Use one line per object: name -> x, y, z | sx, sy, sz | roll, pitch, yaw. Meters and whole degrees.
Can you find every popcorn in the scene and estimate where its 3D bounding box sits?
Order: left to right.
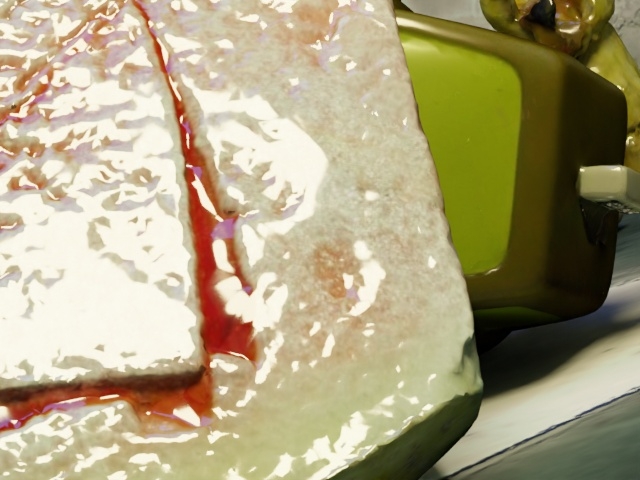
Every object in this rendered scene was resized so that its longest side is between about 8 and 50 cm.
popcorn -> 0.174, -0.120, 1.447 | 0.168, 0.195, 0.173 | -8, 15, 38

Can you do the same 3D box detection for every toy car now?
toy car -> 0.042, -0.024, 0.779 | 0.198, 0.204, 0.248 | 4, -4, 24

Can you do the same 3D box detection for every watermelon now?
watermelon -> -0.071, 0.015, 0.593 | 0.213, 0.201, 0.262 | -8, -4, -4

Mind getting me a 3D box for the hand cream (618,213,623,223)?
hand cream -> 0.143, 0.002, 1.122 | 0.057, 0.037, 0.165 | -17, 11, 38
